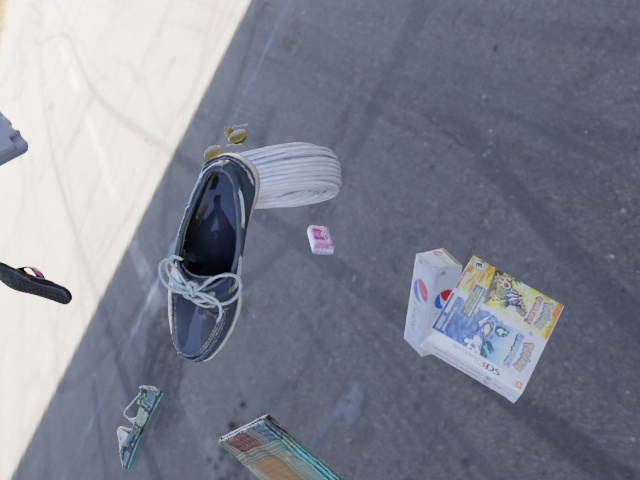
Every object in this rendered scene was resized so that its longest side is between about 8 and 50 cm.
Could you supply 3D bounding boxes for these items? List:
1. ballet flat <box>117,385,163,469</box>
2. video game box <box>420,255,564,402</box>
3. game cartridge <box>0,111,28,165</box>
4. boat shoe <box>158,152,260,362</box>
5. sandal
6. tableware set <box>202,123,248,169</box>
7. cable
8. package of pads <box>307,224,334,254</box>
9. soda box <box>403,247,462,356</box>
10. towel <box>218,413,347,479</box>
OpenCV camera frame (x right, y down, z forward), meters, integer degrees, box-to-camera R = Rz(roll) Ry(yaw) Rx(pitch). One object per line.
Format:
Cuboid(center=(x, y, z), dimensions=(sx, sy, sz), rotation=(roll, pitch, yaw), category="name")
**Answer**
Cuboid(center=(-0.410, 0.406, 1.848), dimensions=(0.070, 0.070, 0.188), rotation=(4, 68, 65), category="ballet flat")
Cuboid(center=(0.303, 0.151, 1.475), dimensions=(0.205, 0.187, 0.048), rotation=(-55, -9, -31), category="video game box")
Cuboid(center=(-0.633, -0.199, 1.320), dimensions=(0.196, 0.294, 0.060), rotation=(-37, -14, -41), category="game cartridge")
Cuboid(center=(-0.126, 0.028, 0.944), dimensions=(0.079, 0.095, 0.254), rotation=(-49, -21, -72), category="boat shoe")
Cuboid(center=(-0.596, 0.083, 1.749), dimensions=(0.067, 0.179, 0.040), rotation=(109, -179, -49), category="sandal")
Cuboid(center=(-0.232, -0.222, 2.051), dimensions=(0.104, 0.024, 0.154), rotation=(-5, 48, 22), category="tableware set")
Cuboid(center=(-0.086, -0.119, 1.636), dimensions=(0.257, 0.257, 0.089), rotation=(79, -177, -84), category="cable")
Cuboid(center=(0.000, 0.000, 1.973), dimensions=(0.083, 0.050, 0.032), rotation=(-106, 28, -51), category="package of pads")
Cuboid(center=(0.229, 0.127, 1.719), dimensions=(0.074, 0.069, 0.216), rotation=(48, 142, 49), category="soda box")
Cuboid(center=(-0.042, 0.539, 1.868), dimensions=(0.040, 0.370, 0.271), rotation=(-53, 8, -37), category="towel")
